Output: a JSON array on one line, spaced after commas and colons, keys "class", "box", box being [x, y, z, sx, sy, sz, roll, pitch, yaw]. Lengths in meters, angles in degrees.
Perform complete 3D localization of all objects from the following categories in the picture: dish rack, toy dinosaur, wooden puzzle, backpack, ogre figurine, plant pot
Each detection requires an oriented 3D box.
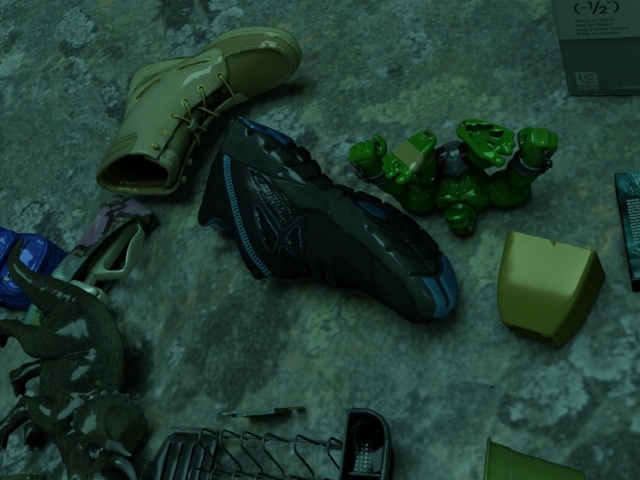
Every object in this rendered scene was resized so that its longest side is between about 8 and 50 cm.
[{"class": "dish rack", "box": [-0.067, 0.259, 0.704, 0.272, 0.074, 0.208, -3, 57, 22]}, {"class": "toy dinosaur", "box": [-0.269, 0.138, 0.844, 0.160, 0.121, 0.313, -18, 60, 4]}, {"class": "wooden puzzle", "box": [-0.059, 0.170, 0.773, 0.083, 0.049, 0.006, -9, 76, 18]}, {"class": "backpack", "box": [-0.383, 0.035, 0.972, 0.120, 0.101, 0.098, 12, 71, 25]}, {"class": "ogre figurine", "box": [0.141, -0.069, 0.799, 0.197, 0.118, 0.097, -20, 57, 12]}, {"class": "plant pot", "box": [0.172, 0.209, 0.637, 0.079, 0.083, 0.083, 6, 61, 12]}, {"class": "plant pot", "box": [0.207, 0.050, 0.721, 0.081, 0.081, 0.083, 15, 78, 30]}]

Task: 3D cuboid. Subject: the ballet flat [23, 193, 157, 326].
[{"class": "ballet flat", "box": [-0.270, 0.040, 0.938, 0.079, 0.077, 0.221, 15, 61, 27]}]

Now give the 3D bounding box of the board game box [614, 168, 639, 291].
[{"class": "board game box", "box": [0.378, -0.022, 0.724, 0.186, 0.026, 0.126, -8, 56, 19]}]

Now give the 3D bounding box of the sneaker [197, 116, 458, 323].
[{"class": "sneaker", "box": [0.000, 0.000, 0.839, 0.341, 0.125, 0.139, 38, 106, 34]}]

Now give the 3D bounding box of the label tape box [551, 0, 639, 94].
[{"class": "label tape box", "box": [0.297, -0.350, 0.769, 0.115, 0.347, 0.249, 6, 62, 26]}]

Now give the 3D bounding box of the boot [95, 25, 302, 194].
[{"class": "boot", "box": [-0.154, -0.160, 0.984, 0.262, 0.095, 0.203, -10, 46, 22]}]

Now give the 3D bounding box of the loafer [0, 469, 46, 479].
[{"class": "loafer", "box": [-0.392, 0.287, 0.823, 0.251, 0.094, 0.087, -4, 52, 10]}]
